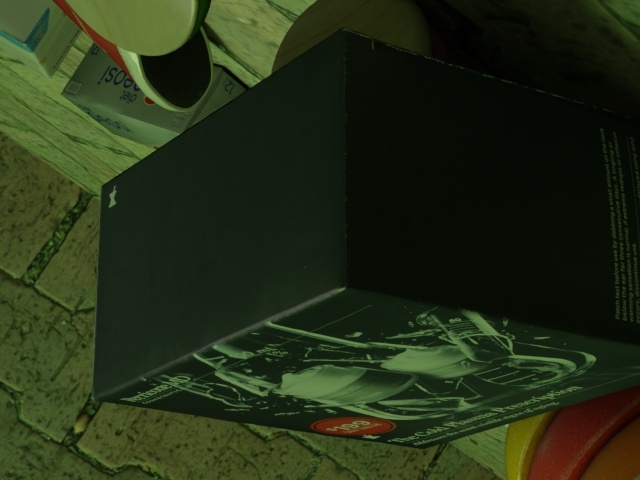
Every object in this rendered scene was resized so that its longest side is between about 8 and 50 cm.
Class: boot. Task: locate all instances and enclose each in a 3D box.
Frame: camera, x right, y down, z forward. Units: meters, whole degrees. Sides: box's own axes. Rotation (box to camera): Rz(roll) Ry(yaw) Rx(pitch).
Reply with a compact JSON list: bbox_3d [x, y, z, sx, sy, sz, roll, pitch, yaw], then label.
[{"bbox_3d":[-0.222,-0.236,1.724,0.176,0.088,0.244,24,160,43],"label":"boot"}]

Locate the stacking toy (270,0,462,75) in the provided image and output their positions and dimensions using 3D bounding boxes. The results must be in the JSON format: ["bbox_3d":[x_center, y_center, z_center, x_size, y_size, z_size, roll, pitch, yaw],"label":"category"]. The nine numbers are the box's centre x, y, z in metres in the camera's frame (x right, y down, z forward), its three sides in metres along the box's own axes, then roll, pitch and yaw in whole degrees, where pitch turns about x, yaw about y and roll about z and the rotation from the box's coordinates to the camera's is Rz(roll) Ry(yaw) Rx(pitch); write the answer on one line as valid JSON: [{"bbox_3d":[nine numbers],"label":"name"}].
[{"bbox_3d":[0.105,-0.080,1.388,0.141,0.141,0.330,24,175,41],"label":"stacking toy"}]

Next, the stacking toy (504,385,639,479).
[{"bbox_3d":[0.275,0.189,1.411,0.350,0.350,0.480,36,-172,-28],"label":"stacking toy"}]

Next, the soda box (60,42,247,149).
[{"bbox_3d":[-0.182,-0.159,1.970,0.098,0.091,0.286,38,169,-38],"label":"soda box"}]

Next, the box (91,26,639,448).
[{"bbox_3d":[0.048,0.022,1.227,0.312,0.179,0.343,13,157,-31],"label":"box"}]

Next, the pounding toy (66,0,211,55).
[{"bbox_3d":[-0.120,-0.261,1.268,0.183,0.110,0.237,41,144,15],"label":"pounding toy"}]

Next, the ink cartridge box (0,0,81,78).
[{"bbox_3d":[-0.332,-0.258,1.934,0.090,0.092,0.143,31,171,9],"label":"ink cartridge box"}]
